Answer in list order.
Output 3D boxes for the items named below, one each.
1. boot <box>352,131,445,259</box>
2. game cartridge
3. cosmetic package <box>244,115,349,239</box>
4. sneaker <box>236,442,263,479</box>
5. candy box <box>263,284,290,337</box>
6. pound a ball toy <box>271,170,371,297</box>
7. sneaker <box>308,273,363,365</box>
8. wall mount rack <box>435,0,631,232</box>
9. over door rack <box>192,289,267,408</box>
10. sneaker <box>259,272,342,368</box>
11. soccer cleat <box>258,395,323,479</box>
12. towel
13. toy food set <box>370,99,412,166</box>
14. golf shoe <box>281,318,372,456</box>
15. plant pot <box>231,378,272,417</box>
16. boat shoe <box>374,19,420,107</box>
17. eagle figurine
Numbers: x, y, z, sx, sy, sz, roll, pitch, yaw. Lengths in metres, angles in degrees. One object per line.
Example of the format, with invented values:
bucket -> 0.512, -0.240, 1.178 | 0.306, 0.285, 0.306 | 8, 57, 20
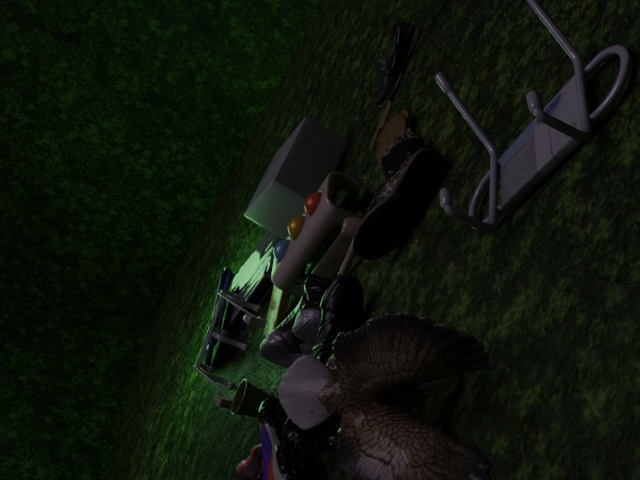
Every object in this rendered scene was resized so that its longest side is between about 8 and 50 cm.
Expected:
boot -> 0.136, -0.088, 1.615 | 0.236, 0.085, 0.179 | -55, 16, 17
game cartridge -> -0.174, 0.100, 2.452 | 0.355, 0.068, 0.230 | -52, 17, 44
cosmetic package -> -0.065, -0.158, 2.237 | 0.224, 0.138, 0.225 | -42, 21, 57
sneaker -> -0.116, 0.459, 1.767 | 0.158, 0.061, 0.065 | -54, 47, 43
candy box -> -0.099, 0.142, 2.120 | 0.105, 0.027, 0.206 | -160, 83, -72
pound a ball toy -> 0.000, 0.000, 1.849 | 0.319, 0.135, 0.208 | -55, 19, 39
sneaker -> 0.035, 0.178, 1.574 | 0.130, 0.087, 0.228 | -152, 82, -73
wall mount rack -> 0.266, -0.189, 1.223 | 0.350, 0.130, 0.304 | -51, 22, 43
over door rack -> -0.221, 0.279, 2.245 | 0.324, 0.108, 0.240 | 27, 98, 68
sneaker -> -0.026, 0.161, 1.772 | 0.268, 0.101, 0.153 | -40, 22, 52
soccer cleat -> -0.071, 0.397, 1.584 | 0.318, 0.108, 0.117 | -117, 47, -67
towel -> -0.304, 0.241, 2.591 | 0.336, 0.040, 0.243 | 113, 168, -67
toy food set -> 0.159, -0.206, 1.810 | 0.192, 0.038, 0.133 | -107, 35, -60
golf shoe -> 0.036, 0.251, 1.464 | 0.273, 0.105, 0.120 | -52, 11, 21
plant pot -> -0.146, 0.360, 1.930 | 0.083, 0.079, 0.083 | -57, 18, 30
boat shoe -> 0.162, -0.413, 2.025 | 0.206, 0.064, 0.075 | -66, 15, 3
eagle figurine -> 0.095, 0.209, 1.133 | 0.225, 0.226, 0.298 | -48, 8, -7
